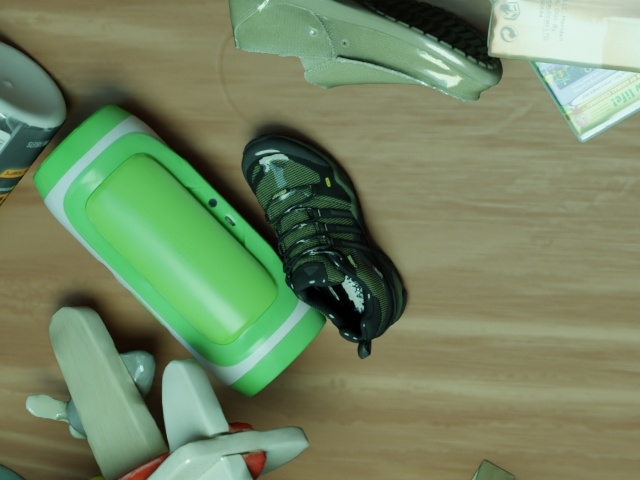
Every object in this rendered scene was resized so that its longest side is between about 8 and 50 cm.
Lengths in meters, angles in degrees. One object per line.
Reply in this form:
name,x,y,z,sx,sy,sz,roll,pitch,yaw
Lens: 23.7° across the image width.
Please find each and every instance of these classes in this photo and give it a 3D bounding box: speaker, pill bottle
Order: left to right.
pill bottle,-0.367,-0.073,1.501,0.130,0.130,0.245,42,114,-1
speaker,-0.135,0.009,1.468,0.296,0.131,0.131,45,114,-3

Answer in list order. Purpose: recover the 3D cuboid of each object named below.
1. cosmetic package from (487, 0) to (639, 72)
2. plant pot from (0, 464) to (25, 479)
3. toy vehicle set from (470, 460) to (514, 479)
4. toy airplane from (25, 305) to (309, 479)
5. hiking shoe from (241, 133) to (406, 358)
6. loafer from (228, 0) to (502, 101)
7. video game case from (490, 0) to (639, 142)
cosmetic package,0.295,-0.208,1.234,0.296,0.153,0.129,8,111,14
plant pot,-0.429,0.399,1.647,0.293,0.196,0.293,5,109,13
toy vehicle set,0.108,0.336,1.437,0.035,0.267,0.166,30,115,4
toy airplane,-0.158,0.280,1.462,0.384,0.272,0.386,12,85,31
hiking shoe,0.000,0.000,1.432,0.086,0.114,0.227,-34,98,21
loafer,0.035,-0.177,1.375,0.269,0.102,0.092,24,115,17
video game case,0.268,-0.218,1.332,0.212,0.023,0.193,-31,98,22
